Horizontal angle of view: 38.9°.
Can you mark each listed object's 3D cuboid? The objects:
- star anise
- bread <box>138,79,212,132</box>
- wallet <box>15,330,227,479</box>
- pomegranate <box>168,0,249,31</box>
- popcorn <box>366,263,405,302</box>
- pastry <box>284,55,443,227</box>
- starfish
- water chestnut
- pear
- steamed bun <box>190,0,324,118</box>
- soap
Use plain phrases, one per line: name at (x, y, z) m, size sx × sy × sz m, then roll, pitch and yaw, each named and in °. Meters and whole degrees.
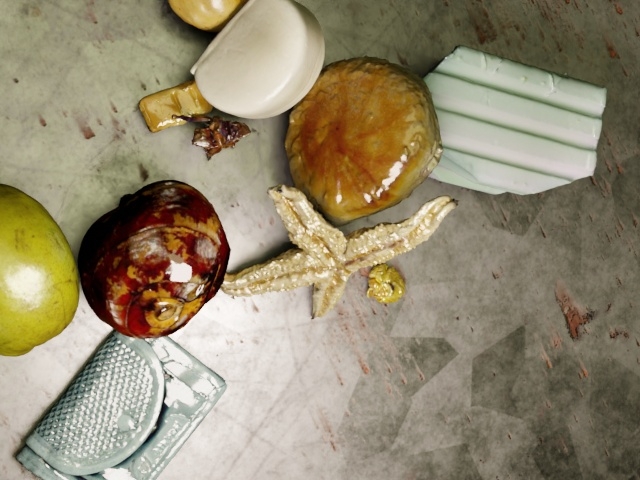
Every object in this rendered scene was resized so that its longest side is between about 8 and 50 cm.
star anise at (-0.208, -0.203, 1.671) m, size 0.097 × 0.190 × 0.070 m, roll -20°, pitch 79°, yaw 23°
bread at (-0.271, -0.251, 1.694) m, size 0.132 × 0.053 × 0.074 m, roll -21°, pitch 98°, yaw -15°
wallet at (-0.362, 0.331, 1.671) m, size 0.237 × 0.075 × 0.342 m, roll 41°, pitch 79°, yaw -12°
pomegranate at (-0.198, -0.478, 1.648) m, size 0.196 × 0.196 × 0.196 m, roll -1°, pitch 92°, yaw -19°
popcorn at (0.135, 0.091, 1.830) m, size 0.084 × 0.084 × 0.084 m, roll -1°, pitch 92°, yaw -19°
pastry at (0.068, -0.196, 1.694) m, size 0.136 × 0.329 × 0.330 m, roll 2°, pitch 91°, yaw -58°
starfish at (0.000, 0.000, 1.652) m, size 0.324 × 0.432 × 0.082 m, roll 23°, pitch 48°, yaw -23°
water chestnut at (-0.293, 0.029, 1.588) m, size 0.244 × 0.289 × 0.289 m, roll 29°, pitch 82°, yaw 3°
pear at (-0.540, 0.049, 1.513) m, size 0.253 × 0.253 × 0.307 m, roll -34°, pitch 109°, yaw -15°
steamed bun at (-0.100, -0.322, 1.652) m, size 0.242 × 0.146 × 0.164 m, roll -45°, pitch 79°, yaw 16°
soap at (0.350, -0.234, 1.854) m, size 0.446 × 0.156 × 0.261 m, roll 11°, pitch 88°, yaw -19°
